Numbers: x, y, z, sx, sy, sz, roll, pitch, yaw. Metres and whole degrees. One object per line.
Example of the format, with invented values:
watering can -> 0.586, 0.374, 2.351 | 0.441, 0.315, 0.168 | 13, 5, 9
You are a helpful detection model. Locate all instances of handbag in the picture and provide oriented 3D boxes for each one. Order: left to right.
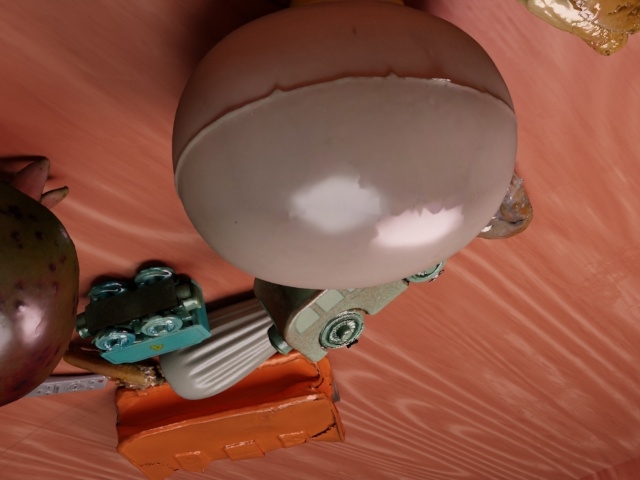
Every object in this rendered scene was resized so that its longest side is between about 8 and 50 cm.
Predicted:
handbag -> -0.167, 0.338, 1.836 | 0.410, 0.116, 0.303 | -13, 151, 2

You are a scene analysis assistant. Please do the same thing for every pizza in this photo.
pizza -> -0.320, 0.220, 1.614 | 0.185, 0.052, 0.195 | 13, 176, 26

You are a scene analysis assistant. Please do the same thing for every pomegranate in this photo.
pomegranate -> -0.408, 0.026, 1.088 | 0.291, 0.323, 0.291 | -1, 154, 0

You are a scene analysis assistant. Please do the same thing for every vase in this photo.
vase -> -0.137, 0.162, 1.567 | 0.248, 0.128, 0.128 | -29, 145, 9

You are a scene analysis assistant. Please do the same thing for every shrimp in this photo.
shrimp -> 0.249, -0.055, 1.434 | 0.126, 0.047, 0.223 | -10, 150, 15

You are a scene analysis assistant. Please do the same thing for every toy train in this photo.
toy train -> -0.268, 0.118, 1.470 | 0.198, 0.107, 0.154 | -17, 155, 7
toy train -> 0.044, 0.034, 1.343 | 0.326, 0.129, 0.159 | -39, 138, 5

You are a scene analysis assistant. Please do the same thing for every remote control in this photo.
remote control -> -0.467, 0.250, 1.678 | 0.184, 0.027, 0.050 | -3, 148, -23

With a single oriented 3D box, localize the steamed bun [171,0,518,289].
steamed bun -> 0.027, -0.100, 1.041 | 0.374, 0.334, 0.334 | 0, 146, -20

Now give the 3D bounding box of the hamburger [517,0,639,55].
hamburger -> 0.286, -0.282, 1.017 | 0.262, 0.131, 0.124 | 13, 140, -41
